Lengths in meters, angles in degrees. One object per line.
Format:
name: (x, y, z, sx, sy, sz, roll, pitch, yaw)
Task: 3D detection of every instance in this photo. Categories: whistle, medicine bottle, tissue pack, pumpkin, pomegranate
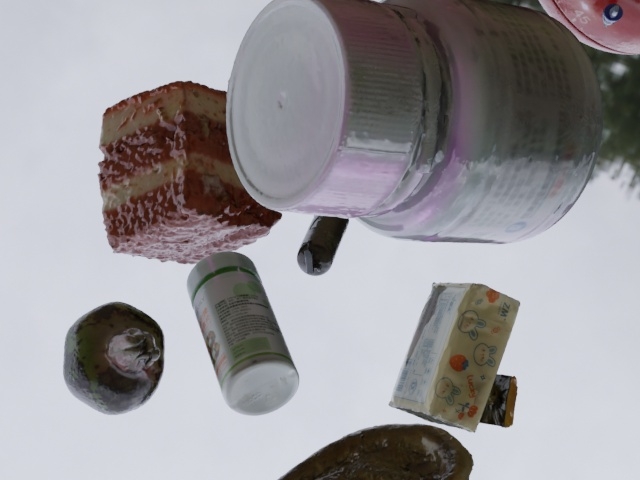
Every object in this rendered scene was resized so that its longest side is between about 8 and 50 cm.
whistle: (0.449, -0.350, 1.953, 0.029, 0.033, 0.083, 17, -179, 3)
medicine bottle: (-0.087, 0.100, 1.397, 0.086, 0.086, 0.183, 2, -143, -24)
medicine bottle: (0.094, -0.125, 1.283, 0.325, 0.256, 0.256, 1, -147, -37)
tissue pack: (0.187, 0.159, 1.773, 0.092, 0.196, 0.148, 23, 171, -19)
pumpkin: (0.252, 0.235, 1.889, 0.074, 0.083, 0.054, 1, 165, 37)
pomegranate: (-0.236, 0.144, 1.548, 0.163, 0.138, 0.125, -3, 152, 38)

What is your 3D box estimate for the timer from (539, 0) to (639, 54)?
timer: (0.519, -0.499, 2.119, 0.378, 0.377, 0.279, 2, 178, -24)

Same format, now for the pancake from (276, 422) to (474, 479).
pancake: (0.061, 0.372, 1.873, 0.356, 0.065, 0.356, -17, -162, 6)

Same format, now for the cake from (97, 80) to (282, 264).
cake: (-0.272, -0.141, 2.565, 0.269, 0.270, 0.319, 13, -116, -51)

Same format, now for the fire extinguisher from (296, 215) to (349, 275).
fire extinguisher: (0.000, 0.000, 2.474, 0.072, 0.089, 0.267, 5, -156, 9)
